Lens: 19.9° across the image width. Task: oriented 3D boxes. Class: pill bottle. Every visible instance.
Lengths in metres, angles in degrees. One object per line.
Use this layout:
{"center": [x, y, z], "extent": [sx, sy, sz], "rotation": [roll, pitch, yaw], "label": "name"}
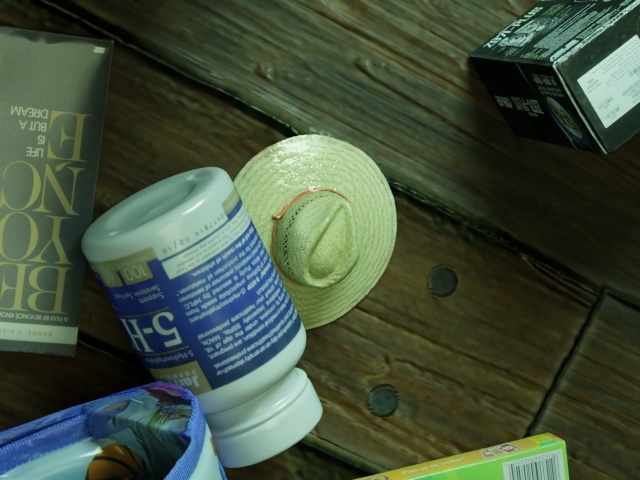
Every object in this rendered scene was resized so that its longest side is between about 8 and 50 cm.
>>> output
{"center": [-0.074, 0.055, 1.245], "extent": [0.112, 0.112, 0.187], "rotation": [-30, 107, -12], "label": "pill bottle"}

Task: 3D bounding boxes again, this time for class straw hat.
{"center": [0.000, 0.000, 1.289], "extent": [0.144, 0.061, 0.144], "rotation": [-3, 100, -18], "label": "straw hat"}

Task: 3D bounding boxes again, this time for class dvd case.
{"center": [-0.233, -0.036, 1.227], "extent": [0.164, 0.018, 0.221], "rotation": [6, 97, -20], "label": "dvd case"}

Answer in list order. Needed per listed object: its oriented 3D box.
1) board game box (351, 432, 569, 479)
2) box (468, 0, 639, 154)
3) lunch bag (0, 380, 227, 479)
{"center": [0.068, 0.233, 1.364], "extent": [0.259, 0.039, 0.124], "rotation": [-12, 102, -19], "label": "board game box"}
{"center": [0.218, -0.148, 1.294], "extent": [0.180, 0.147, 0.077], "rotation": [-37, 108, -11], "label": "box"}
{"center": [-0.180, 0.316, 1.156], "extent": [0.385, 0.239, 0.328], "rotation": [-37, 124, -38], "label": "lunch bag"}
